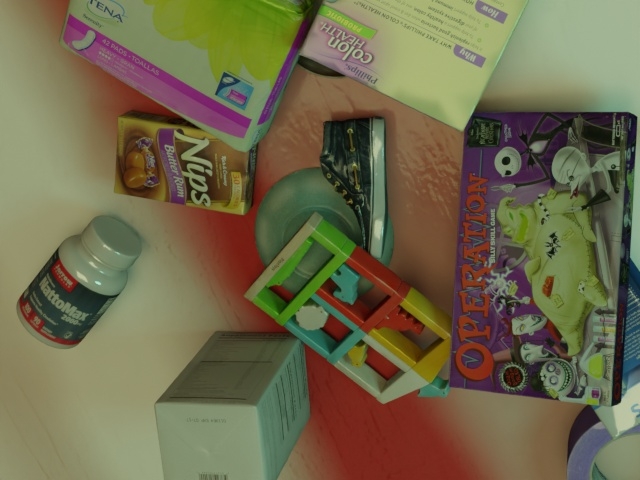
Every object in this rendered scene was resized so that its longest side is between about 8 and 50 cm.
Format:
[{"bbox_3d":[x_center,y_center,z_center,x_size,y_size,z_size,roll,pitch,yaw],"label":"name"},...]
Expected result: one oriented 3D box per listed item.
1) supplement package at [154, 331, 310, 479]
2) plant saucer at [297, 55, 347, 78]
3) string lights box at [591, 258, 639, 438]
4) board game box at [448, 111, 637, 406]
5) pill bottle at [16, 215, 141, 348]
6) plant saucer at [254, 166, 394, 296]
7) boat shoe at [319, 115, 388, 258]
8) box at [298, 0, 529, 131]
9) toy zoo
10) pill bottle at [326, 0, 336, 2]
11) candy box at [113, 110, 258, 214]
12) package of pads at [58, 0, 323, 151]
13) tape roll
[{"bbox_3d":[-0.108,0.226,1.537,0.139,0.244,0.133,0,107,14],"label":"supplement package"},{"bbox_3d":[0.020,-0.290,1.454,0.169,0.029,0.168,4,109,11],"label":"plant saucer"},{"bbox_3d":[0.351,0.098,1.433,0.133,0.077,0.259,-36,77,22],"label":"string lights box"},{"bbox_3d":[0.268,0.017,1.402,0.208,0.056,0.346,3,90,33],"label":"board game box"},{"bbox_3d":[-0.333,0.055,1.609,0.108,0.108,0.180,40,112,-2],"label":"pill bottle"},{"bbox_3d":[0.000,0.000,1.550,0.195,0.037,0.194,4,109,13],"label":"plant saucer"},{"bbox_3d":[0.044,-0.067,1.491,0.083,0.065,0.183,-1,91,7],"label":"boat shoe"},{"bbox_3d":[0.124,-0.285,1.358,0.214,0.117,0.243,25,103,-1],"label":"box"},{"bbox_3d":[0.058,0.108,1.531,0.293,0.030,0.192,38,136,-4],"label":"toy zoo"},{"bbox_3d":[0.012,-0.348,1.258,0.087,0.087,0.160,26,103,4],"label":"pill bottle"},{"bbox_3d":[-0.180,-0.106,1.550,0.187,0.053,0.109,9,109,9],"label":"candy box"},{"bbox_3d":[-0.164,-0.281,1.435,0.297,0.101,0.229,30,127,4],"label":"package of pads"},{"bbox_3d":[0.421,0.294,1.522,0.189,0.080,0.189,4,108,12],"label":"tape roll"}]
